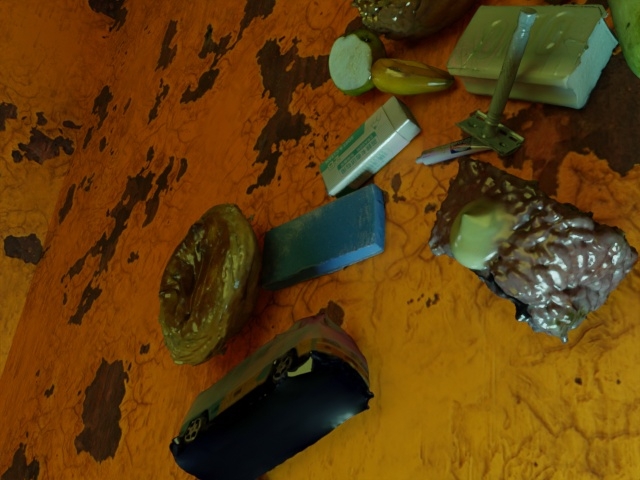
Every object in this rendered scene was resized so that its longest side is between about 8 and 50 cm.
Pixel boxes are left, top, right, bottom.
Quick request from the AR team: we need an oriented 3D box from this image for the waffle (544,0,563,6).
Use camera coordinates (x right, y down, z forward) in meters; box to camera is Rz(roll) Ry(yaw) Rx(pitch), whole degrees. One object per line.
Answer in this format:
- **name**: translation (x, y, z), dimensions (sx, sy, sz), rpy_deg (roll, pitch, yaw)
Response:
- **waffle**: translation (0.464, -0.555, 1.081), dimensions (0.248, 0.055, 0.221), rpy_deg (-35, 47, 27)

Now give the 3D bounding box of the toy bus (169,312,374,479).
- **toy bus**: translation (-0.085, 0.277, 1.093), dimensions (0.386, 0.171, 0.162), rpy_deg (-39, 26, 24)

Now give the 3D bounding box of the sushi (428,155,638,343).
- **sushi**: translation (0.271, 0.002, 0.845), dimensions (0.270, 0.237, 0.170), rpy_deg (45, 112, 44)

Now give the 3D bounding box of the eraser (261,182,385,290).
- **eraser**: translation (0.000, 0.000, 1.265), dimensions (0.312, 0.043, 0.144), rpy_deg (-23, 53, 36)

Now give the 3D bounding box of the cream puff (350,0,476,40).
- **cream puff**: translation (0.186, -0.581, 1.239), dimensions (0.343, 0.231, 0.326), rpy_deg (13, 83, 54)

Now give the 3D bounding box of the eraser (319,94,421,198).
- **eraser**: translation (0.097, -0.186, 1.259), dimensions (0.225, 0.052, 0.095), rpy_deg (-42, 42, 23)

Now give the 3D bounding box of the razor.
- **razor**: translation (0.291, -0.254, 0.971), dimensions (0.068, 0.231, 0.106), rpy_deg (-30, 55, -29)

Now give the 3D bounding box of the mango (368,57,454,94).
- **mango**: translation (0.178, -0.324, 1.218), dimensions (0.188, 0.101, 0.066), rpy_deg (13, 120, 25)

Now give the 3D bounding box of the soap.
- **soap**: translation (0.352, -0.316, 1.035), dimensions (0.261, 0.094, 0.150), rpy_deg (26, 89, 50)

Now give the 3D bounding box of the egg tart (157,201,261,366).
- **egg tart**: translation (-0.226, 0.083, 1.363), dimensions (0.339, 0.153, 0.351), rpy_deg (-55, 39, 13)

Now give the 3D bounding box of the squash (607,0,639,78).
- **squash**: translation (0.479, -0.388, 0.903), dimensions (0.118, 0.118, 0.370), rpy_deg (-22, 62, 37)

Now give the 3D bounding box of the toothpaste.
- **toothpaste**: translation (0.247, -0.166, 1.112), dimensions (0.170, 0.028, 0.045), rpy_deg (-12, 54, 40)

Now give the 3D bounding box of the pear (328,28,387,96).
- **pear**: translation (0.092, -0.387, 1.336), dimensions (0.141, 0.104, 0.140), rpy_deg (18, 116, 41)
